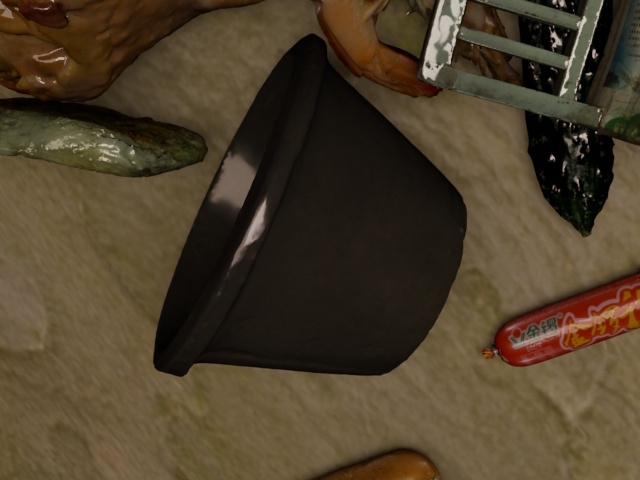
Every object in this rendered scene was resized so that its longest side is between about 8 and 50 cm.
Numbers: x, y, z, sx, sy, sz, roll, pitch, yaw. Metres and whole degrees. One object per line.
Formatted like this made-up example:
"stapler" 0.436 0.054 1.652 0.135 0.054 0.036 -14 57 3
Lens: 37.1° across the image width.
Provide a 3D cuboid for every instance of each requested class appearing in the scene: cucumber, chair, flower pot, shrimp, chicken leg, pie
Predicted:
"cucumber" 0.181 -0.146 0.692 0.072 0.072 0.300 -1 102 15
"chair" 0.219 -0.125 0.594 0.271 0.147 0.136 13 101 -15
"flower pot" 0.000 0.000 0.703 0.166 0.269 0.269 24 109 -11
"shrimp" 0.070 -0.158 0.663 0.053 0.236 0.133 7 66 44
"chicken leg" -0.110 -0.220 0.666 0.410 0.295 0.181 -9 81 4
"pie" -0.183 -0.083 0.750 0.187 0.187 0.041 10 100 13

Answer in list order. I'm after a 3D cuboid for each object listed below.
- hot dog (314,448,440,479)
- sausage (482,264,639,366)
"hot dog" 0.002 0.264 0.836 0.250 0.068 0.100 -29 93 19
"sausage" 0.194 0.065 0.751 0.145 0.048 0.050 -23 134 20
